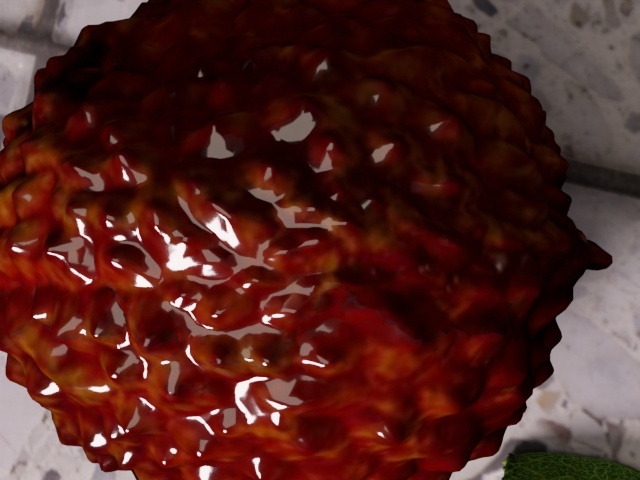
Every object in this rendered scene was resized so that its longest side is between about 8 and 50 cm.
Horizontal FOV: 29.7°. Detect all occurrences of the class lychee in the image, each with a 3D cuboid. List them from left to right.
[{"bbox_3d":[0.000,0.000,0.899,0.500,0.425,0.424,-3,89,-24],"label":"lychee"}]

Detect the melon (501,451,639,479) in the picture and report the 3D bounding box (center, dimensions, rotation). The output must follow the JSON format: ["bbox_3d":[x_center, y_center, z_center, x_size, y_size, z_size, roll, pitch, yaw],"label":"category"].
[{"bbox_3d":[0.237,0.299,0.957,0.169,0.129,0.265,-11,86,17],"label":"melon"}]
